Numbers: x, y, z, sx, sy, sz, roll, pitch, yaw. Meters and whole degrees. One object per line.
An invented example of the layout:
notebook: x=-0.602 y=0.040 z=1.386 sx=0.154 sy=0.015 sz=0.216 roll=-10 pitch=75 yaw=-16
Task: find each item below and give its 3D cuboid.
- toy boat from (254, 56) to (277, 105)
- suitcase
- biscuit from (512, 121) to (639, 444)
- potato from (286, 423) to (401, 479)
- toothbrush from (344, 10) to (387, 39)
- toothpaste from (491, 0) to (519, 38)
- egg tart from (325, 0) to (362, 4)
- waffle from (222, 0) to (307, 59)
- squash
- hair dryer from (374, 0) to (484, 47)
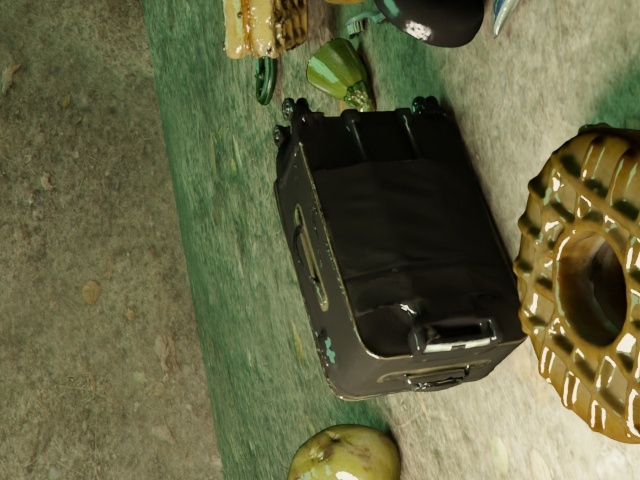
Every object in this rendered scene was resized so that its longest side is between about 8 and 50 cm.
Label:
toy boat: x=-0.128 y=-0.414 z=2.132 sx=0.104 sy=0.052 sz=0.210 roll=-161 pitch=67 yaw=-66
suitcase: x=0.093 y=0.007 z=1.287 sx=0.194 sy=0.283 sz=0.434 roll=118 pitch=141 yaw=-52
biscuit: x=0.308 y=0.047 z=0.948 sx=0.332 sy=0.103 sz=0.332 roll=173 pitch=90 yaw=-70
potato: x=0.034 y=0.463 z=1.710 sx=0.351 sy=0.202 sz=0.218 roll=104 pitch=165 yaw=-61
toothbrush: x=0.111 y=-0.366 z=1.498 sx=0.375 sy=0.028 sz=0.037 roll=-169 pitch=68 yaw=-70
toothpaste: x=0.243 y=-0.329 z=1.129 sx=0.197 sy=0.035 sz=0.057 roll=112 pitch=163 yaw=-56
egg tart: x=0.037 y=-0.479 z=1.341 sx=0.118 sy=0.288 sz=0.288 roll=-27 pitch=-65 yaw=-69
waffle: x=-0.113 y=-0.542 z=1.761 sx=0.261 sy=0.114 sz=0.376 roll=-51 pitch=-39 yaw=-64
squash: x=0.050 y=-0.276 z=1.631 sx=0.132 sy=0.105 sz=0.105 roll=51 pitch=144 yaw=35
hair dryer: x=0.148 y=-0.343 z=1.083 sx=0.156 sy=0.284 sz=0.320 roll=36 pitch=145 yaw=4
